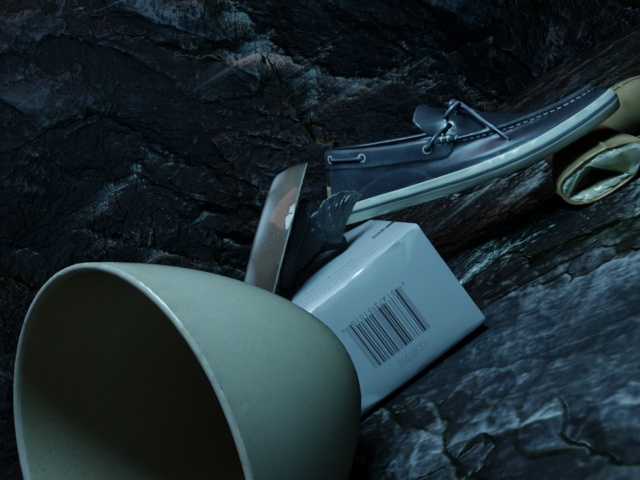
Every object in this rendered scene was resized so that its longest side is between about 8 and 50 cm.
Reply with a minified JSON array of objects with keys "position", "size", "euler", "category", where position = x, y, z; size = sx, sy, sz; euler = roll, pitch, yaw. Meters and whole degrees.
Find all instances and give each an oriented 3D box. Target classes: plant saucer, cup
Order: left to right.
[{"position":[-0.094,0.170,0.508],"size":[0.331,0.331,0.237],"euler":[-31,-14,37],"category":"cup"},{"position":[-0.080,0.021,0.854],"size":[0.310,0.050,0.310],"euler":[-166,90,-88],"category":"plant saucer"}]

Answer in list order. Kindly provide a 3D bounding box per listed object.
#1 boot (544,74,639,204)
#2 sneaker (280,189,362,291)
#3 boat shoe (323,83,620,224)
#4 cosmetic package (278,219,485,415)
[{"position":[0.479,-0.167,0.870],"size":[0.236,0.089,0.269],"euler":[-42,4,23],"category":"boot"},{"position":[0.000,0.001,0.797],"size":[0.051,0.089,0.170],"euler":[126,158,-79],"category":"sneaker"},{"position":[0.219,-0.164,0.899],"size":[0.500,0.155,0.187],"euler":[-17,6,28],"category":"boat shoe"},{"position":[0.060,0.088,0.815],"size":[0.217,0.156,0.385],"euler":[-37,7,-4],"category":"cosmetic package"}]
